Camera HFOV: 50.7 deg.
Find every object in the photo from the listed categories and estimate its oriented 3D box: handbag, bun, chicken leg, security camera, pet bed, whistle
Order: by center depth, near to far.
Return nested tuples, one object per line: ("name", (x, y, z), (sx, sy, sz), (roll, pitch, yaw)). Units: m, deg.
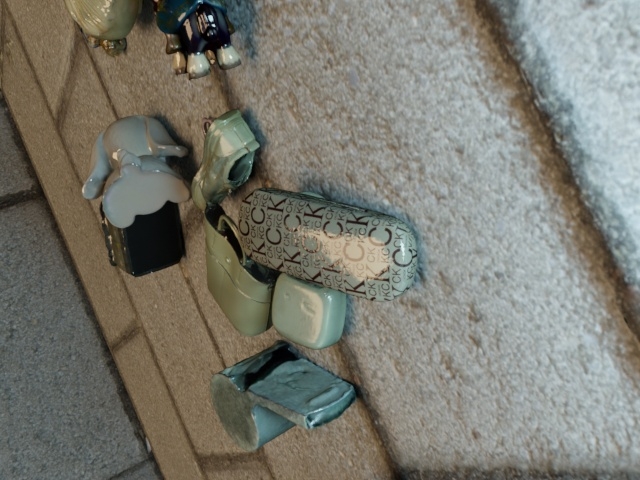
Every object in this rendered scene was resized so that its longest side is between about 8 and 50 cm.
("security camera", (-0.014, 0.054, 1.243), (0.157, 0.080, 0.301), (20, 115, 35))
("handbag", (-0.161, 0.046, 1.404), (0.241, 0.109, 0.315), (48, 150, 27))
("whistle", (-0.093, 0.318, 1.442), (0.405, 0.168, 0.188), (-36, 79, 54))
("bun", (-0.477, -0.569, 1.515), (0.239, 0.141, 0.239), (19, 118, 41))
("chicken leg", (-0.568, -0.587, 1.705), (0.107, 0.087, 0.251), (-16, 100, 51))
("pet bed", (-0.489, -0.028, 1.826), (0.159, 0.183, 0.211), (28, 131, 45))

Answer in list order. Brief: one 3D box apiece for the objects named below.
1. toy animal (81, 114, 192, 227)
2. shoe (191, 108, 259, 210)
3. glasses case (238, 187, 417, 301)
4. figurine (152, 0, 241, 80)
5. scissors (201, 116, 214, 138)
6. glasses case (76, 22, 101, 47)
("toy animal", (-0.447, -0.198, 1.650), (0.206, 0.272, 0.265), (62, -172, -50))
("shoe", (-0.192, -0.142, 1.378), (0.098, 0.103, 0.275), (46, 145, 13))
("glasses case", (0.000, 0.000, 1.117), (0.355, 0.085, 0.137), (16, 108, 35))
("figurine", (-0.249, -0.481, 1.172), (0.411, 0.241, 0.306), (80, 176, -53))
("scissors", (-0.246, -0.193, 1.509), (0.100, 0.015, 0.189), (56, 148, 15))
("glasses case", (-0.632, -0.633, 1.789), (0.087, 0.065, 0.248), (-17, 95, 58))
